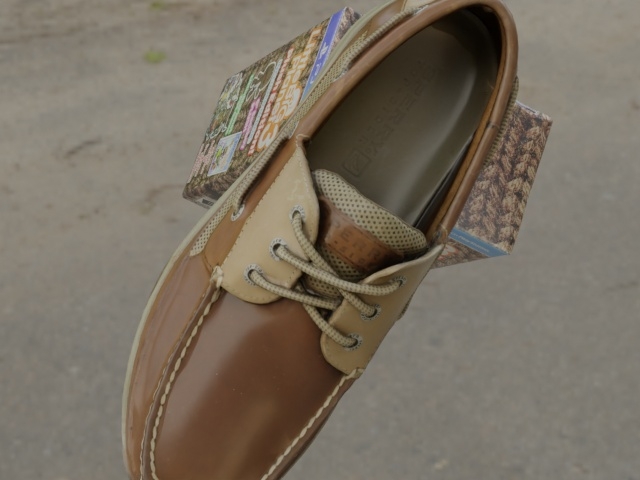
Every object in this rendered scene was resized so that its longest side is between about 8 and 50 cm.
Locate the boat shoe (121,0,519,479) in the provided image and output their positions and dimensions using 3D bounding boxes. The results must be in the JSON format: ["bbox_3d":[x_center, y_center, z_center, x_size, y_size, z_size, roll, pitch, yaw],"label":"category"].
[{"bbox_3d":[0.000,0.000,0.712,0.123,0.324,0.116,29,-9,-8],"label":"boat shoe"}]

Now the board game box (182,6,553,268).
[{"bbox_3d":[0.036,-0.078,1.347,0.232,0.141,0.291,25,-17,-20],"label":"board game box"}]
